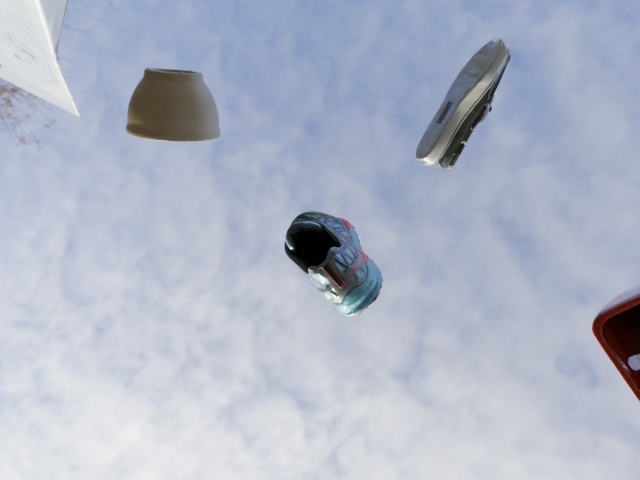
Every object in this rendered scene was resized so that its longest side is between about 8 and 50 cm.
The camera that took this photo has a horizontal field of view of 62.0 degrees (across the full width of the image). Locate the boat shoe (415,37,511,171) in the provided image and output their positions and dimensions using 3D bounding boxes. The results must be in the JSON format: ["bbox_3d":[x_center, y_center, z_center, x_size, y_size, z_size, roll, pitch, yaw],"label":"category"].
[{"bbox_3d":[0.152,-0.136,0.549,0.040,0.049,0.142,22,-65,-23],"label":"boat shoe"}]

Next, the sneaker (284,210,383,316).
[{"bbox_3d":[0.000,0.000,0.803,0.104,0.125,0.262,-46,-149,2],"label":"sneaker"}]

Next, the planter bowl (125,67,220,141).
[{"bbox_3d":[-0.254,-0.239,0.922,0.162,0.162,0.109,11,-69,17],"label":"planter bowl"}]

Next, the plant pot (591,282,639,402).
[{"bbox_3d":[0.472,0.107,0.544,0.267,0.235,0.267,-35,-99,25],"label":"plant pot"}]

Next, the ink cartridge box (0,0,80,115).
[{"bbox_3d":[-0.368,-0.305,0.484,0.308,0.385,0.091,28,-111,-5],"label":"ink cartridge box"}]
